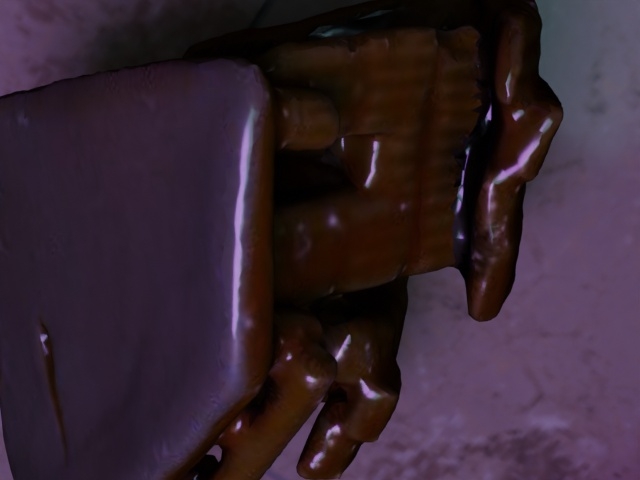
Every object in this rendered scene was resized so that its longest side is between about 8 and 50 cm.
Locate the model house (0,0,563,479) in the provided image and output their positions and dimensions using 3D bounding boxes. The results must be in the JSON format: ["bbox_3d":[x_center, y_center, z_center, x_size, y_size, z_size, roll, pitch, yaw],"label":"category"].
[{"bbox_3d":[-0.001,0.001,0.615,0.229,0.219,0.199,-17,110,-34],"label":"model house"}]
